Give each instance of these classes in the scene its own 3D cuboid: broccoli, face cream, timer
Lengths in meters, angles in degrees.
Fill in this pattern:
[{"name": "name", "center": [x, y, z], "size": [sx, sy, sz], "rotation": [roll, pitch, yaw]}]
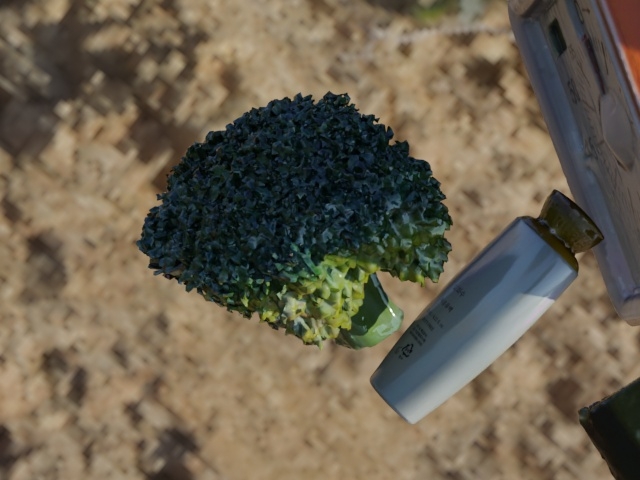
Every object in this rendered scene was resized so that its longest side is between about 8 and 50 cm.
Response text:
[{"name": "broccoli", "center": [0.000, 0.000, 1.264], "size": [0.220, 0.194, 0.194], "rotation": [-5, -19, 36]}, {"name": "face cream", "center": [0.110, 0.045, 1.242], "size": [0.051, 0.182, 0.072], "rotation": [42, 4, -32]}, {"name": "timer", "center": [0.221, -0.091, 1.231], "size": [0.250, 0.161, 0.257], "rotation": [55, -4, 2]}]

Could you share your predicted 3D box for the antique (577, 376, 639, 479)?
[{"name": "antique", "center": [0.187, 0.057, 0.718], "size": [0.080, 0.081, 0.221], "rotation": [59, 29, 7]}]
